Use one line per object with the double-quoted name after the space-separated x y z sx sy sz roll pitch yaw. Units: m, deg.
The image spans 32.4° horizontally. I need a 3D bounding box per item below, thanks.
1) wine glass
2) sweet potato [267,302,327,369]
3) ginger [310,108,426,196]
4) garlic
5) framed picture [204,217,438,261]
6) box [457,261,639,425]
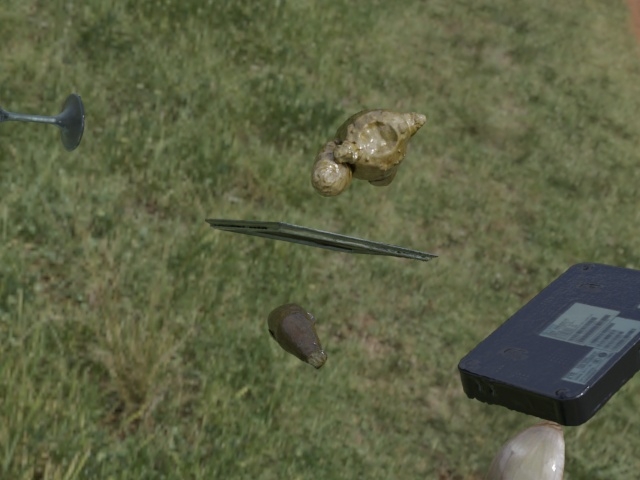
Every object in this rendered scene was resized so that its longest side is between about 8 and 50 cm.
-0.401 -0.157 1.378 0.196 0.079 0.079 2 36 -35 "wine glass"
-0.040 0.173 2.106 0.112 0.085 0.286 25 0 -17 "sweet potato"
0.055 -0.102 1.165 0.081 0.115 0.205 31 18 8 "ginger"
0.345 0.386 1.796 0.128 0.206 0.115 21 1 -21 "garlic"
0.000 0.000 1.575 0.273 0.016 0.216 11 -4 -32 "framed picture"
0.381 0.141 1.621 0.211 0.058 0.350 12 35 43 "box"
